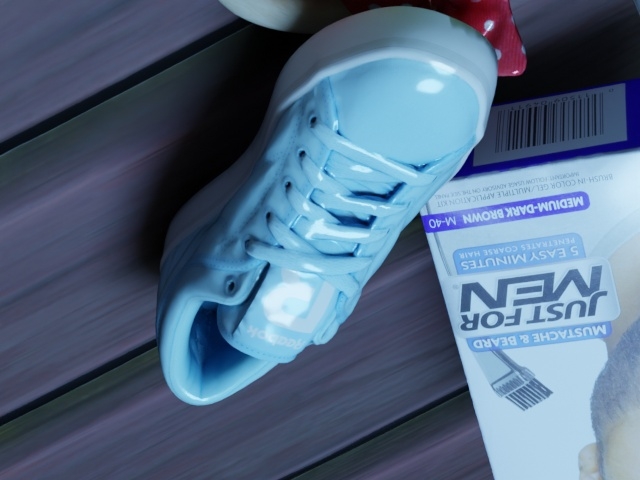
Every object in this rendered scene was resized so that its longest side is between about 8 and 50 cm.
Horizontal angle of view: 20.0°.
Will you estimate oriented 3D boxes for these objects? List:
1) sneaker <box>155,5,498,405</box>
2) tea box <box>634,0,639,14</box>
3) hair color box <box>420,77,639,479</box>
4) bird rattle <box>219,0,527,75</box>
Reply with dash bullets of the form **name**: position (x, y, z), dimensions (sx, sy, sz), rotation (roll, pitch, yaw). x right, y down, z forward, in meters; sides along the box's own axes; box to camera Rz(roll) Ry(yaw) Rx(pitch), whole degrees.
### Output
- **sneaker**: position (0.000, 0.000, 1.156), dimensions (0.135, 0.150, 0.366), rotation (16, 145, -19)
- **tea box**: position (0.411, -0.203, 1.104), dimensions (0.329, 0.220, 0.323), rotation (18, 127, -25)
- **hair color box**: position (0.197, 0.062, 1.308), dimensions (0.185, 0.110, 0.339), rotation (-9, 122, 15)
- **bird rattle**: position (0.025, -0.191, 1.091), dimensions (0.206, 0.143, 0.253), rotation (-3, 151, -6)
